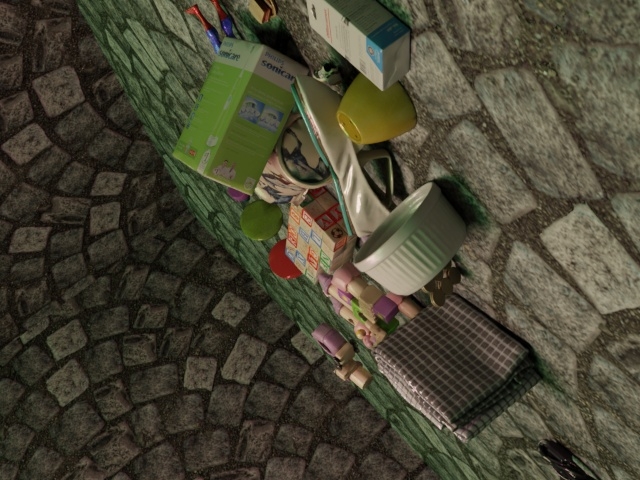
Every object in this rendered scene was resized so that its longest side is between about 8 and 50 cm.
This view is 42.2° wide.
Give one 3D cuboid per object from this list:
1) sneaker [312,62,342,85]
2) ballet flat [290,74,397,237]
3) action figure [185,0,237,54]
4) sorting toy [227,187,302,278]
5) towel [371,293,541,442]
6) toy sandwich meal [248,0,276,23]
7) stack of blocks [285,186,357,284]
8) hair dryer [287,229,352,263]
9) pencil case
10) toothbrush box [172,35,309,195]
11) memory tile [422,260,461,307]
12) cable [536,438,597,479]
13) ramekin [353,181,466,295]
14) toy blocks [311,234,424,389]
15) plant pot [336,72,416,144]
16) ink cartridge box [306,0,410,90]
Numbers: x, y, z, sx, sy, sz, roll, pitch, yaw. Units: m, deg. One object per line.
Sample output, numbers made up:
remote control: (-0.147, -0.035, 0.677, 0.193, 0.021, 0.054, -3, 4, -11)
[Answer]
sneaker: (0.013, -0.317, 1.556, 0.083, 0.032, 0.037, 27, 139, 51)
ballet flat: (0.061, -0.169, 1.574, 0.139, 0.139, 0.400, 39, 161, 43)
action figure: (-0.211, -0.417, 1.908, 0.280, 0.091, 0.139, 57, 159, -17)
sorting toy: (-0.147, -0.025, 2.446, 0.366, 0.127, 0.126, 53, 178, 21)
towel: (0.275, 0.253, 1.721, 0.283, 0.235, 0.121, 38, 155, 45)
toy sandwich meal: (-0.117, -0.459, 1.605, 0.085, 0.029, 0.085, 48, 166, 16)
stack of blocks: (0.000, 0.000, 2.190, 0.171, 0.087, 0.297, 47, 156, 18)
hair dryer: (-0.012, 0.028, 2.432, 0.224, 0.080, 0.293, 48, 167, 14)
pencil case: (-0.056, -0.177, 1.866, 0.183, 0.160, 0.410, 36, 170, -10)
toothbrush box: (-0.170, -0.262, 1.719, 0.122, 0.283, 0.206, 21, -175, -33)
memory tile: (0.218, 0.050, 1.648, 0.012, 0.113, 0.148, -21, 111, 49)
cable: (0.567, 0.533, 1.874, 0.184, 0.047, 0.151, 37, 161, 46)
ramekin: (0.169, 0.003, 1.502, 0.109, 0.207, 0.207, 43, 168, -6)
toy blocks: (0.072, 0.154, 1.969, 0.260, 0.309, 0.289, 38, 162, 26)
plant pot: (0.084, -0.219, 1.416, 0.134, 0.095, 0.134, 48, 166, 17)
ink cartridge box: (0.058, -0.330, 1.287, 0.180, 0.060, 0.104, 46, 166, 22)
